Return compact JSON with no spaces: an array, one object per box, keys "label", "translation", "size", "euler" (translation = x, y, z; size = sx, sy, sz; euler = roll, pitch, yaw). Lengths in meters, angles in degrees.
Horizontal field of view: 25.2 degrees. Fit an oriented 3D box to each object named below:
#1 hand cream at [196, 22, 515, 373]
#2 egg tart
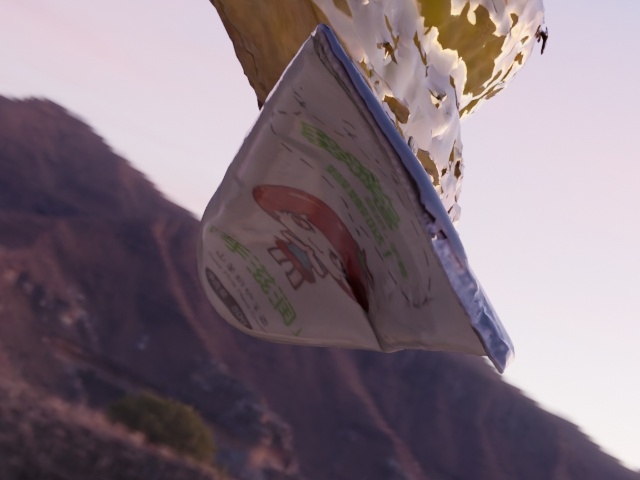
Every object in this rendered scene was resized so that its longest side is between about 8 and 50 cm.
[{"label":"hand cream","translation":[0.000,0.000,0.596],"size":[0.121,0.076,0.336],"euler":[56,-12,-2]},{"label":"egg tart","translation":[0.002,-0.189,0.812],"size":[0.443,0.178,0.443],"euler":[62,3,-5]}]
